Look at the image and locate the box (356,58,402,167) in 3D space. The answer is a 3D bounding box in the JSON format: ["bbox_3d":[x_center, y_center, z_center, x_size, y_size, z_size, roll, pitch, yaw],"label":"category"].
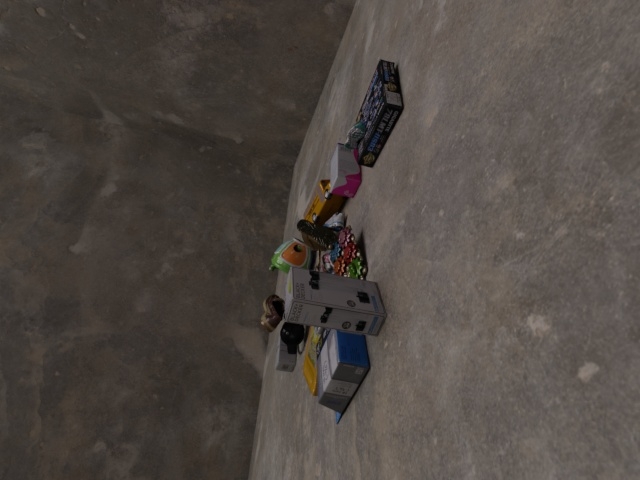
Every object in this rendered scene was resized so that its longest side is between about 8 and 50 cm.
[{"bbox_3d":[0.216,-0.490,1.588,0.296,0.073,0.294,115,163,-50],"label":"box"}]

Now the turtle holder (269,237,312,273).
[{"bbox_3d":[-0.144,0.113,2.430,0.228,0.243,0.320,-63,-27,3],"label":"turtle holder"}]

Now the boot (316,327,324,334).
[{"bbox_3d":[0.044,0.241,1.563,0.095,0.123,0.259,119,160,-54],"label":"boot"}]

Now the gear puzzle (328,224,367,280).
[{"bbox_3d":[0.096,0.109,1.505,0.176,0.044,0.339,-57,34,35],"label":"gear puzzle"}]

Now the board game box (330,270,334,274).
[{"bbox_3d":[0.024,0.241,1.721,0.160,0.039,0.212,-51,17,50],"label":"board game box"}]

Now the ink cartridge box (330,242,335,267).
[{"bbox_3d":[0.088,0.071,1.684,0.135,0.056,0.100,-144,65,-77],"label":"ink cartridge box"}]

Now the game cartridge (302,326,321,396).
[{"bbox_3d":[-0.012,0.469,1.788,0.285,0.052,0.324,-170,93,-78],"label":"game cartridge"}]

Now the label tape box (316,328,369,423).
[{"bbox_3d":[0.050,0.429,1.402,0.241,0.105,0.334,-94,19,-54],"label":"label tape box"}]

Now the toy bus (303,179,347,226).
[{"bbox_3d":[0.025,-0.184,1.983,0.333,0.108,0.130,-60,43,49],"label":"toy bus"}]

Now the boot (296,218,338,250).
[{"bbox_3d":[0.000,0.000,2.019,0.089,0.236,0.269,-53,-16,-11],"label":"boot"}]

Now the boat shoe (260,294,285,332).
[{"bbox_3d":[-0.234,0.364,2.191,0.123,0.123,0.342,-42,9,10],"label":"boat shoe"}]

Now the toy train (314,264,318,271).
[{"bbox_3d":[-0.028,0.207,2.173,0.036,0.027,0.159,171,110,-74],"label":"toy train"}]

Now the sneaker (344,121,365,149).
[{"bbox_3d":[0.136,-0.429,1.609,0.166,0.064,0.076,134,149,-69],"label":"sneaker"}]

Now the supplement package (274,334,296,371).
[{"bbox_3d":[-0.201,0.652,2.368,0.179,0.105,0.105,-90,16,-45],"label":"supplement package"}]

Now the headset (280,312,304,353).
[{"bbox_3d":[-0.117,0.446,2.210,0.244,0.185,0.395,-86,-2,-49],"label":"headset"}]

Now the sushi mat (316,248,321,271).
[{"bbox_3d":[-0.015,0.206,1.943,0.152,0.019,0.317,-83,-2,-53],"label":"sushi mat"}]

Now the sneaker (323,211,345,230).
[{"bbox_3d":[0.073,-0.091,1.919,0.190,0.071,0.083,-6,67,69],"label":"sneaker"}]

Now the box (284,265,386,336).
[{"bbox_3d":[0.038,0.183,1.241,0.169,0.289,0.087,-96,21,-58],"label":"box"}]

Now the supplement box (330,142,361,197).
[{"bbox_3d":[0.110,-0.313,1.821,0.114,0.111,0.220,115,163,-49],"label":"supplement box"}]

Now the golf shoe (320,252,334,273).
[{"bbox_3d":[0.053,0.099,1.850,0.085,0.068,0.186,-34,16,14],"label":"golf shoe"}]
